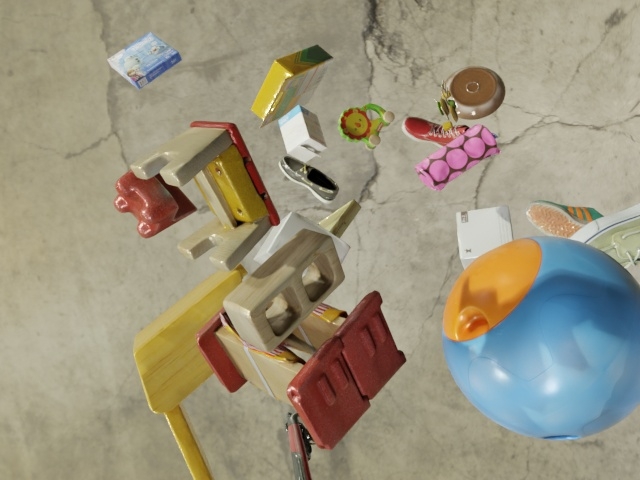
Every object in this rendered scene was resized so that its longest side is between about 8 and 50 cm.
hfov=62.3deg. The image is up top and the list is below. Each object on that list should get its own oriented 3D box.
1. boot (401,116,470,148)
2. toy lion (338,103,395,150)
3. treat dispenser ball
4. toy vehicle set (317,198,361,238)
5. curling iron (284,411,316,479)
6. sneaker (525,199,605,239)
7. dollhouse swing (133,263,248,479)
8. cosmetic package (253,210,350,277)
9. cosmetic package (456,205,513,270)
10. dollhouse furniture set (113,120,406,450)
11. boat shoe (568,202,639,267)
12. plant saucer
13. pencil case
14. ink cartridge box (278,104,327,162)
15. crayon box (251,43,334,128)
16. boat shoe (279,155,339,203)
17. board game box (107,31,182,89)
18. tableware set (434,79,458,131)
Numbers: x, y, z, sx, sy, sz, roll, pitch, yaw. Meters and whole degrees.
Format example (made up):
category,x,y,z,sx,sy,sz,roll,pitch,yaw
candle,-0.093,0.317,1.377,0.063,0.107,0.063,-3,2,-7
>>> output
category,x,y,z,sx,sy,sz,roll,pitch,yaw
boot,0.435,-0.407,1.939,0.176,0.244,0.088,179,105,-71
toy lion,0.087,-0.237,1.072,0.096,0.034,0.100,34,74,-6
treat dispenser ball,0.323,0.137,0.769,0.288,0.288,0.288,7,105,28
toy vehicle set,0.000,0.000,1.467,0.035,0.267,0.166,48,134,-10
curling iron,-0.005,0.353,0.703,0.035,0.068,0.274,-36,43,19
sneaker,0.832,-0.063,1.747,0.302,0.121,0.108,25,127,15
dollhouse swing,-0.209,0.264,1.069,0.305,0.315,0.347,52,162,-7
cosmetic package,-0.040,0.024,0.929,0.117,0.231,0.085,33,80,-9
cosmetic package,0.499,0.008,1.589,0.152,0.183,0.151,-8,67,19
dollhouse furniture set,-0.068,0.033,0.582,0.201,0.152,0.374,14,137,44
boat shoe,0.593,0.004,1.029,0.094,0.302,0.109,55,169,50
plant saucer,0.483,-0.477,1.678,0.199,0.036,0.198,-4,72,13
pencil case,0.350,-0.208,1.356,0.209,0.095,0.098,-34,86,4
ink cartridge box,-0.052,-0.310,1.581,0.090,0.092,0.143,-30,62,29
crayon box,-0.102,-0.511,1.741,0.083,0.323,0.203,41,130,4
boat shoe,-0.036,-0.219,1.785,0.228,0.081,0.068,36,141,2
board game box,-0.294,-0.302,0.885,0.090,0.090,0.020,39,161,28
tableware set,0.326,-0.340,1.372,0.024,0.154,0.104,-20,127,30
